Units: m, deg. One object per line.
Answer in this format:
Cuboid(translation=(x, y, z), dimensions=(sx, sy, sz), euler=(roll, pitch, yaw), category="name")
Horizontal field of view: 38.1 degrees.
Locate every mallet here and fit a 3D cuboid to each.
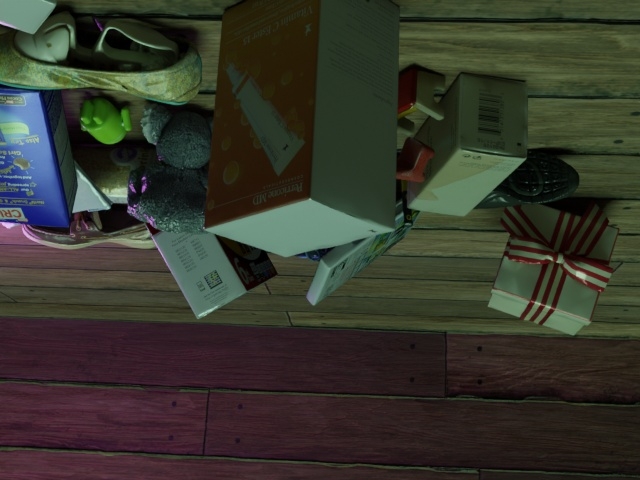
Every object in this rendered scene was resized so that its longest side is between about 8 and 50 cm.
Cuboid(translation=(0.157, -0.100, 1.819), dimensions=(0.062, 0.190, 0.039), euler=(14, 135, -4), category="mallet")

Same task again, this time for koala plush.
Cuboid(translation=(-0.255, -0.137, 1.719), dimensions=(0.196, 0.221, 0.203), euler=(13, -168, -8), category="koala plush")

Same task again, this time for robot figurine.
Cuboid(translation=(-0.396, -0.218, 1.698), dimensions=(0.101, 0.067, 0.115), euler=(0, 163, 14), category="robot figurine")

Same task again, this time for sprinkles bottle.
Cuboid(translation=(-0.385, -0.132, 1.885), dimensions=(0.355, 0.121, 0.121), euler=(2, 163, 1), category="sprinkles bottle")

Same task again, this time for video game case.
Cuboid(translation=(0.105, 0.012, 2.108), dimensions=(0.300, 0.036, 0.329), euler=(-36, 169, -16), category="video game case")

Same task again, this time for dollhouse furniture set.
Cuboid(translation=(0.043, -0.151, 1.620), dimensions=(0.152, 0.201, 0.374), euler=(13, 161, -29), category="dollhouse furniture set")

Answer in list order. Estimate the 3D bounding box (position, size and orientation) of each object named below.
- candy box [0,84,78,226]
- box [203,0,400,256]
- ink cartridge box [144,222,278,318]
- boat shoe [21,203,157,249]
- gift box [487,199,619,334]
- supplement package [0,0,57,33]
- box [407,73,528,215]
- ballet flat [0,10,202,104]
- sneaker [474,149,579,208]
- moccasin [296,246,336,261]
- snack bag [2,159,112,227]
Cuboid(translation=(-0.574, -0.174, 1.593), dimensions=(0.268, 0.122, 0.317), euler=(4, 137, -2), category="candy box")
Cuboid(translation=(-0.023, -0.175, 1.306), dimensions=(0.215, 0.345, 0.168), euler=(-14, 156, 42), category="box")
Cuboid(translation=(-0.242, 0.006, 2.054), dimensions=(0.130, 0.272, 0.309), euler=(-30, 180, 10), category="ink cartridge box")
Cuboid(translation=(-0.533, -0.054, 2.200), dimensions=(0.342, 0.123, 0.123), euler=(5, 149, -8), category="boat shoe")
Cuboid(translation=(0.520, 0.042, 2.114), dimensions=(0.255, 0.276, 0.258), euler=(14, 168, 9), category="gift box")
Cuboid(translation=(-0.433, -0.356, 1.192), dimensions=(0.179, 0.105, 0.105), euler=(14, 159, -31), category="supplement package")
Cuboid(translation=(0.254, -0.160, 1.654), dimensions=(0.121, 0.148, 0.311), euler=(7, 161, -9), category="box")
Cuboid(translation=(-0.352, -0.289, 1.416), dimensions=(0.348, 0.123, 0.123), euler=(7, 163, -11), category="ballet flat")
Cuboid(translation=(0.390, -0.116, 1.884), dimensions=(0.286, 0.109, 0.130), euler=(-1, 174, 34), category="sneaker")
Cuboid(translation=(0.000, 0.000, 2.206), dimensions=(0.116, 0.138, 0.342), euler=(-10, 164, -12), category="moccasin")
Cuboid(translation=(-0.613, -0.150, 1.778), dimensions=(0.323, 0.037, 0.342), euler=(-9, 133, 31), category="snack bag")
